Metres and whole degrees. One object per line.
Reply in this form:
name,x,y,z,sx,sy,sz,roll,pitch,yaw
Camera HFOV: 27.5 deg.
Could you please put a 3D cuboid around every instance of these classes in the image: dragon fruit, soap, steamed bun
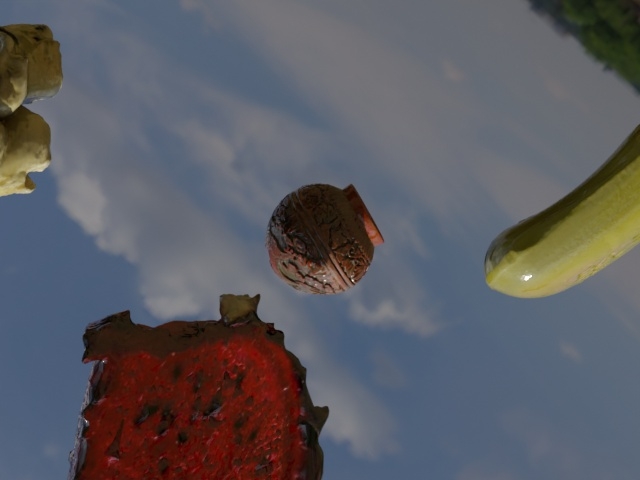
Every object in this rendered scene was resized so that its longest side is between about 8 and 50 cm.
dragon fruit,-0.115,0.202,0.990,0.100,0.343,0.282,20,-166,41
soap,0.147,-0.015,0.680,0.045,0.140,0.089,57,-161,19
steamed bun,-0.302,-0.122,1.120,0.178,0.192,0.106,8,166,29

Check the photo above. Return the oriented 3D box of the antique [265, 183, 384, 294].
antique,0.000,0.000,1.133,0.104,0.104,0.104,39,-164,-13
